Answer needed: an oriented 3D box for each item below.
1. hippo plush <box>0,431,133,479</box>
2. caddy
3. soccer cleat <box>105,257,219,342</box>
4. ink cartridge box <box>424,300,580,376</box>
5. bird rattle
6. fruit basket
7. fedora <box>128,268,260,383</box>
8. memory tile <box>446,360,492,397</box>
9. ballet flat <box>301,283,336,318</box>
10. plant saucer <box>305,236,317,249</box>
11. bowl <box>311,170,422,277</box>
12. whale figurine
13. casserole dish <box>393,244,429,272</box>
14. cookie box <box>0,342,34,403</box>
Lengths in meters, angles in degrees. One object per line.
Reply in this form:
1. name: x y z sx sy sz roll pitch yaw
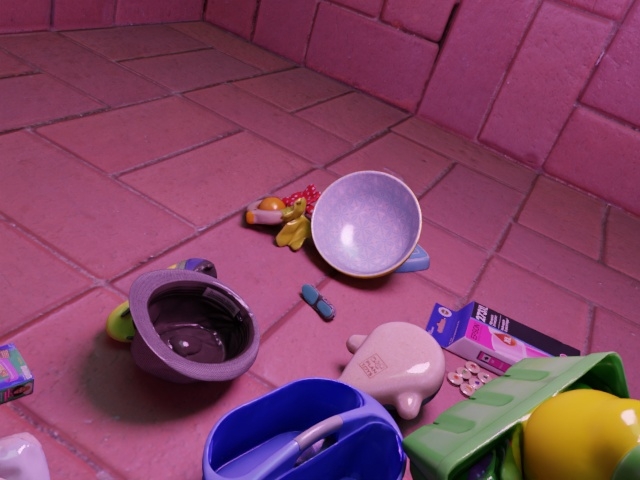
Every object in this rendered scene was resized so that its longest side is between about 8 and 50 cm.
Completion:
1. hippo plush: -0.285 0.359 0.673 0.236 0.234 0.294 8 31 -17
2. caddy: -0.024 0.343 0.900 0.341 0.179 0.241 -15 43 -44
3. soccer cleat: -0.331 0.122 1.205 0.121 0.094 0.289 1 23 33
4. ink cartridge box: 0.443 0.253 1.427 0.370 0.069 0.176 23 30 11
5. bird rattle: -0.101 -0.092 1.623 0.206 0.143 0.254 2 28 2
6. fruit basket: 0.341 0.320 0.815 0.391 0.283 0.392 -17 13 4
7. fedora: -0.245 0.175 1.073 0.275 0.124 0.244 -6 53 -54
8. memory tile: 0.359 0.330 1.299 0.113 0.012 0.148 -14 44 -43
9. ballet flat: -0.002 0.145 1.381 0.041 0.041 0.114 -10 41 -40
10. plant saucer: 0.000 0.000 1.630 0.083 0.015 0.083 14 30 -9
11. bowl: 0.128 -0.023 1.570 0.289 0.290 0.156 31 -11 19
12. whale figurine: 0.117 0.280 1.161 0.272 0.141 0.216 -27 48 -20
13. casserole dish: 0.234 0.041 1.675 0.188 0.037 0.114 -3 38 -35
14. cookie box: -0.534 0.222 0.946 0.107 0.040 0.092 -16 45 -43
